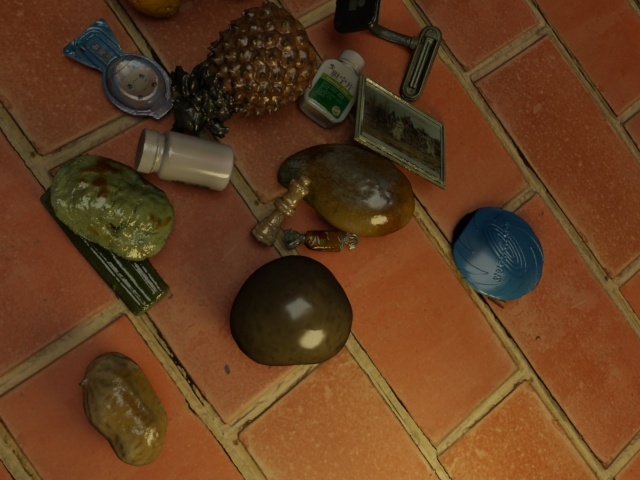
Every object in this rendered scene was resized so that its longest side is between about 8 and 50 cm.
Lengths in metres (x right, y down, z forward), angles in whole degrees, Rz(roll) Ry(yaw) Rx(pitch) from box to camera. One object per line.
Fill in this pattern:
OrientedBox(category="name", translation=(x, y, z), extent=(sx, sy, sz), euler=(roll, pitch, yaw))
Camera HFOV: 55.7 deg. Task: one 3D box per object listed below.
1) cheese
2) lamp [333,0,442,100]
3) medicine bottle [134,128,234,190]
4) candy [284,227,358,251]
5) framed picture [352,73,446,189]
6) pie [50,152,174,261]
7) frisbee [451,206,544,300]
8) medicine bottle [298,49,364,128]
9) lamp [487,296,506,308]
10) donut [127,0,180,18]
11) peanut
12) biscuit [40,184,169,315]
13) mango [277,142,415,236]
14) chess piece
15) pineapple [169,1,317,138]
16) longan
OrientedBox(category="cheese", translation=(-0.421, -0.360, 1.302), extent=(0.244, 0.052, 0.135), euler=(43, 71, -5))
OrientedBox(category="lamp", translation=(0.152, -0.469, 1.460), extent=(0.283, 0.124, 0.203), euler=(17, 79, -43))
OrientedBox(category="medicine bottle", translation=(-0.283, -0.169, 1.263), extent=(0.186, 0.102, 0.103), euler=(10, 76, -26))
OrientedBox(category="candy", translation=(0.000, 0.000, 1.362), extent=(0.182, 0.046, 0.053), euler=(3, 75, -21))
OrientedBox(category="framed picture", translation=(0.194, -0.257, 1.417), extent=(0.274, 0.017, 0.217), euler=(23, 53, -25))
OrientedBox(category="pie", translation=(-0.405, -0.080, 1.208), extent=(0.248, 0.090, 0.201), euler=(31, 47, -22))
OrientedBox(category="frisbee", translation=(0.437, 0.025, 1.468), extent=(0.242, 0.045, 0.242), euler=(4, 68, -11))
OrientedBox(category="medicine bottle", translation=(0.034, -0.362, 1.431), extent=(0.119, 0.069, 0.183), euler=(36, 70, -11))
OrientedBox(category="lamp", translation=(0.456, 0.103, 1.486), extent=(0.054, 0.041, 0.121), euler=(32, 69, 0))
OrientedBox(category="donut", translation=(-0.247, -0.632, 1.247), extent=(0.434, 0.377, 0.164), euler=(-20, 85, -14))
OrientedBox(category="peanut", translation=(-0.370, 0.318, 1.145), extent=(0.129, 0.129, 0.224), euler=(-34, 88, -20))
OrientedBox(category="biscuit", translation=(-0.438, 0.006, 1.234), extent=(0.099, 0.038, 0.322), euler=(-39, 92, -17))
OrientedBox(category="mango", translation=(0.060, -0.118, 1.358), extent=(0.316, 0.146, 0.193), euler=(20, 72, 5))
OrientedBox(category="chess piece", translation=(-0.078, -0.069, 1.304), extent=(0.060, 0.060, 0.172), euler=(37, 104, -7))
OrientedBox(category="pineapple", translation=(-0.195, -0.342, 1.298), extent=(0.357, 0.223, 0.223), euler=(-35, 90, -9))
OrientedBox(category="longan", translation=(-0.062, 0.151, 1.231), extent=(0.245, 0.215, 0.246), euler=(1, 94, 9))
